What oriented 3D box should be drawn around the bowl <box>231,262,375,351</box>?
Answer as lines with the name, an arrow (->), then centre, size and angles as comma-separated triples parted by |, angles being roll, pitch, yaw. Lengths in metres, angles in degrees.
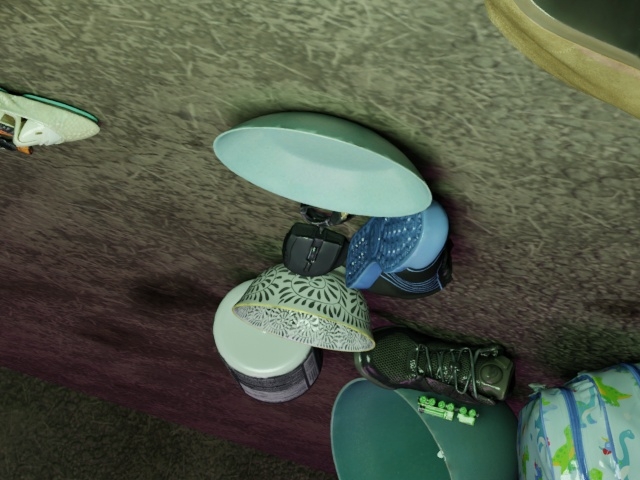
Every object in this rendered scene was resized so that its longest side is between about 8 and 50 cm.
bowl -> -0.010, 0.065, 1.654 | 0.170, 0.080, 0.170 | 14, 165, 4

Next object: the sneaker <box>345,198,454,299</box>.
sneaker -> 0.095, 0.008, 1.380 | 0.090, 0.081, 0.232 | 8, 169, -13

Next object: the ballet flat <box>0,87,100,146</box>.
ballet flat -> -0.291, -0.113, 1.335 | 0.168, 0.052, 0.057 | 18, 164, -14

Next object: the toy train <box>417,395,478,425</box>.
toy train -> 0.166, 0.224, 1.882 | 0.083, 0.023, 0.017 | 14, -179, 12

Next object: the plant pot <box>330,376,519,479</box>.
plant pot -> 0.176, 0.304, 2.052 | 0.195, 0.290, 0.290 | -18, -177, -31

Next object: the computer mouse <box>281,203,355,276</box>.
computer mouse -> 0.000, 0.000, 1.490 | 0.071, 0.041, 0.242 | 16, 164, -3

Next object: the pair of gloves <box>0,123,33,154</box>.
pair of gloves -> -0.336, -0.110, 1.470 | 0.074, 0.010, 0.083 | 12, 167, 5

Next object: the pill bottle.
pill bottle -> -0.063, 0.140, 1.871 | 0.130, 0.130, 0.245 | 13, 165, 6

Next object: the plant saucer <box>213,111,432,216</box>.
plant saucer -> 0.005, -0.072, 1.239 | 0.195, 0.037, 0.195 | 13, 164, 4

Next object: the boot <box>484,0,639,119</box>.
boot -> 0.229, -0.093, 0.822 | 0.305, 0.112, 0.115 | 32, 170, -6

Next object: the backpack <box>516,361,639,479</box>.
backpack -> 0.350, 0.282, 1.724 | 0.273, 0.290, 0.355 | 4, 162, -17

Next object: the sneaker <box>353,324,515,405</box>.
sneaker -> 0.158, 0.157, 1.821 | 0.227, 0.087, 0.130 | 20, 162, -28
